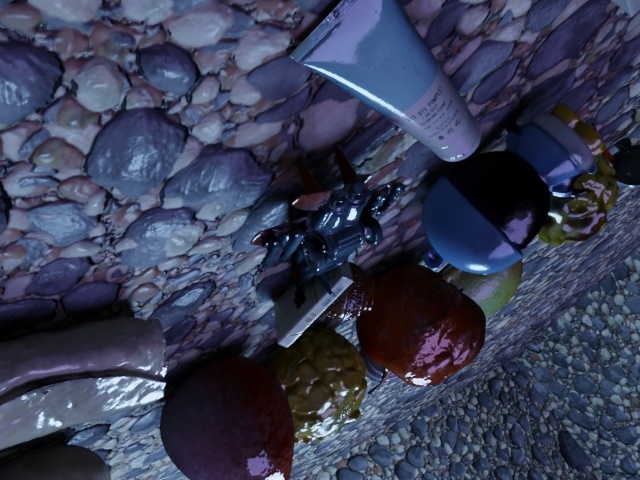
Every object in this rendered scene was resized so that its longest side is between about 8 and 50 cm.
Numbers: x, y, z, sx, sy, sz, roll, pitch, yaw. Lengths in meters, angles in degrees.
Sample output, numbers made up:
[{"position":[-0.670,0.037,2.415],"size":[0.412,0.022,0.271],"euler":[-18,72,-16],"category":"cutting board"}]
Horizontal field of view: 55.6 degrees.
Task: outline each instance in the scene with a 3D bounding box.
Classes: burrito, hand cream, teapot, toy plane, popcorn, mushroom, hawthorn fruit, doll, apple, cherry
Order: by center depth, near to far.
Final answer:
[{"position":[0.090,-0.171,0.669],"size":[0.111,0.070,0.312],"euler":[-40,146,17],"category":"hand cream"},{"position":[-0.324,0.160,0.696],"size":[0.299,0.105,0.143],"euler":[-7,134,-43],"category":"burrito"},{"position":[0.004,0.006,0.808],"size":[0.223,0.104,0.326],"euler":[-23,153,-23],"category":"toy plane"},{"position":[0.280,-0.066,0.933],"size":[0.314,0.177,0.141],"euler":[-43,168,12],"category":"doll"},{"position":[-0.422,0.428,0.943],"size":[0.204,0.204,0.204],"euler":[-27,154,-14],"category":"mushroom"},{"position":[-0.157,0.330,1.047],"size":[0.239,0.239,0.206],"euler":[-41,147,14],"category":"cherry"},{"position":[0.403,-0.089,1.057],"size":[0.189,0.218,0.169],"euler":[-35,-155,41],"category":"popcorn"},{"position":[0.170,0.184,1.153],"size":[0.271,0.242,0.242],"euler":[-52,154,0],"category":"hawthorn fruit"},{"position":[-0.009,0.291,1.222],"size":[0.250,0.190,0.250],"euler":[-17,144,-12],"category":"popcorn"},{"position":[0.356,0.105,1.405],"size":[0.265,0.120,0.193],"euler":[-43,142,14],"category":"apple"},{"position":[0.135,0.306,1.499],"size":[0.148,0.116,0.146],"euler":[-30,165,-17],"category":"teapot"}]

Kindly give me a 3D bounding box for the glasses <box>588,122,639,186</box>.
[{"position":[0.641,-0.195,1.141],"size":[0.268,0.234,0.118],"euler":[29,74,-47],"category":"glasses"}]

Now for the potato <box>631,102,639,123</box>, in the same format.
[{"position":[0.726,-0.268,1.180],"size":[0.182,0.117,0.202],"euler":[-36,154,-3],"category":"potato"}]

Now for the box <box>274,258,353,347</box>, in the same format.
[{"position":[-0.015,0.083,0.945],"size":[0.024,0.090,0.167],"euler":[27,120,-27],"category":"box"}]

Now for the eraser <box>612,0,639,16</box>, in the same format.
[{"position":[0.406,-0.381,0.625],"size":[0.279,0.081,0.124],"euler":[-44,154,20],"category":"eraser"}]

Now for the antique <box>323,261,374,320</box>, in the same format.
[{"position":[0.036,0.083,0.994],"size":[0.104,0.104,0.104],"euler":[-27,154,-14],"category":"antique"}]
